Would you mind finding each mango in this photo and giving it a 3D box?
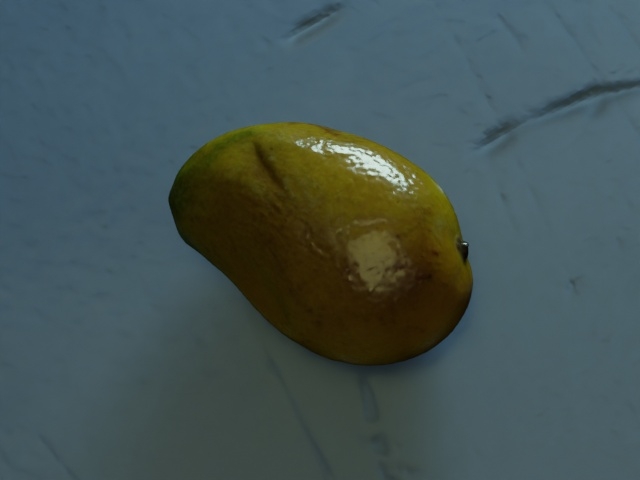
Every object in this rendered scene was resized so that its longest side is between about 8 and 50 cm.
[{"bbox_3d":[0.006,-0.004,0.936,0.165,0.089,0.115,44,97,13],"label":"mango"}]
